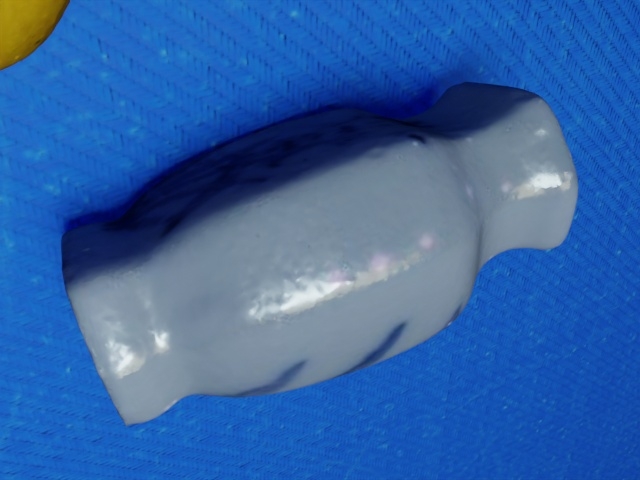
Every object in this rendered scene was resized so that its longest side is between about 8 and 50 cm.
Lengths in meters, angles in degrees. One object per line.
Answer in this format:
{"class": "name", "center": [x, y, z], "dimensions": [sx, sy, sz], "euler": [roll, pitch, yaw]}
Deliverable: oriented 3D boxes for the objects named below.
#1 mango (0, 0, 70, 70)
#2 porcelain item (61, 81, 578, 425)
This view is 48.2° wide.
{"class": "mango", "center": [-0.210, -0.196, 0.364], "dimensions": [0.176, 0.119, 0.317], "euler": [-5, 147, -21]}
{"class": "porcelain item", "center": [0.000, 0.000, 0.612], "dimensions": [0.405, 0.242, 0.178], "euler": [-23, 114, -14]}
